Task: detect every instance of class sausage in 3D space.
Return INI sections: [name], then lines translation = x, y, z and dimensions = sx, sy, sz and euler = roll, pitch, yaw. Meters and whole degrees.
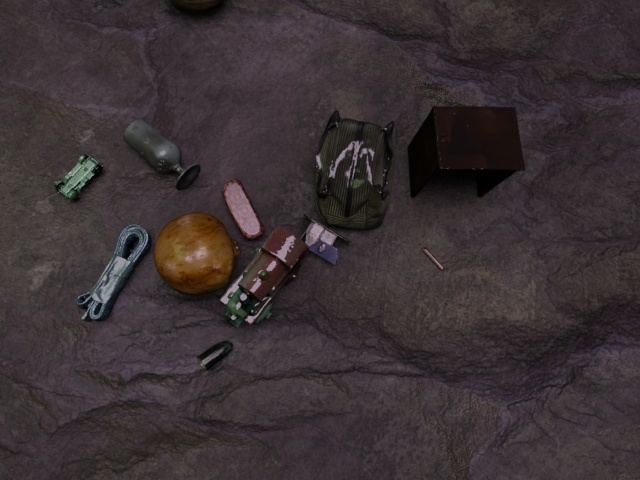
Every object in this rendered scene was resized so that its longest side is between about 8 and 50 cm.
[sausage]
translation = 0.353, 0.057, 1.602
dimensions = 0.015, 0.015, 0.100
euler = -42, 84, -14

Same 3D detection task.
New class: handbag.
[handbag]
translation = 0.105, -0.214, 1.527
dimensions = 0.248, 0.240, 0.340
euler = 9, 77, 0

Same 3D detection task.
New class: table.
[table]
translation = 0.422, -0.252, 1.549
dimensions = 0.251, 0.282, 0.196
euler = -2, 76, -8

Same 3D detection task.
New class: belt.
[belt]
translation = -0.583, 0.093, 1.454
dimensions = 0.087, 0.072, 0.302
euler = 29, 73, -4

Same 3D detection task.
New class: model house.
[model house]
translation = 0.000, 0.000, 1.536
dimensions = 0.167, 0.117, 0.088
euler = 30, 91, 0

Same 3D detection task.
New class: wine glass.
[wine glass]
translation = -0.477, -0.261, 1.536
dimensions = 0.231, 0.103, 0.103
euler = 42, 75, 7

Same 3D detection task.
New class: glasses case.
[glasses case]
translation = -0.236, -0.089, 1.549
dimensions = 0.073, 0.049, 0.194
euler = -25, 80, -11

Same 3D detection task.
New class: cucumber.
[cucumber]
translation = -0.295, 0.318, 1.443
dimensions = 0.105, 0.048, 0.048
euler = -36, 83, -15

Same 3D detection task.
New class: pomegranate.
[pomegranate]
translation = -0.337, 0.038, 1.414
dimensions = 0.249, 0.248, 0.248
euler = 2, 76, -6

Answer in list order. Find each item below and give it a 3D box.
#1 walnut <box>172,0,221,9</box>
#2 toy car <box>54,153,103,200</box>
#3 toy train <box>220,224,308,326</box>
[walnut]
translation = -0.400, -0.866, 1.630
dimensions = 0.249, 0.248, 0.248
euler = 2, 76, -6
[toy car]
translation = -0.712, -0.184, 1.514
dimensions = 0.073, 0.054, 0.143
euler = 35, 76, 0
[toy train]
translation = -0.158, 0.105, 1.422
dimensions = 0.150, 0.221, 0.304
euler = 36, 74, 3
